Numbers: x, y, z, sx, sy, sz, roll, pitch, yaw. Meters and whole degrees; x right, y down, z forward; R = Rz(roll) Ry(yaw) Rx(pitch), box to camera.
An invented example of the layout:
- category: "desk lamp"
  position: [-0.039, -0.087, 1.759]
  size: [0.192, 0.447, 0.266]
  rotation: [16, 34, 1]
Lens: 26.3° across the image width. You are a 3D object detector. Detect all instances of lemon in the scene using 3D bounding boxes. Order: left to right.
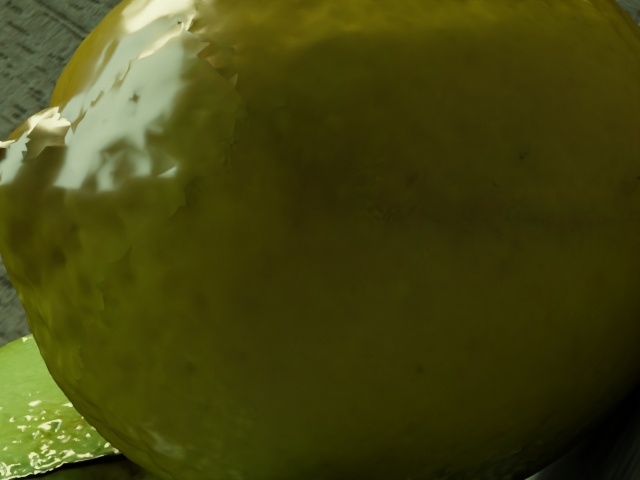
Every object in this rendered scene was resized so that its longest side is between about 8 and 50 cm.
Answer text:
- category: "lemon"
  position: [0.019, -0.008, 0.526]
  size: [0.263, 0.236, 0.236]
  rotation: [-12, -8, -3]

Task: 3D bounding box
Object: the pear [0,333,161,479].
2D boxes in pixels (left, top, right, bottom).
- category: "pear"
  position: [-0.096, 0.139, 0.793]
  size: [0.292, 0.292, 0.159]
  rotation: [-48, -46, -61]
